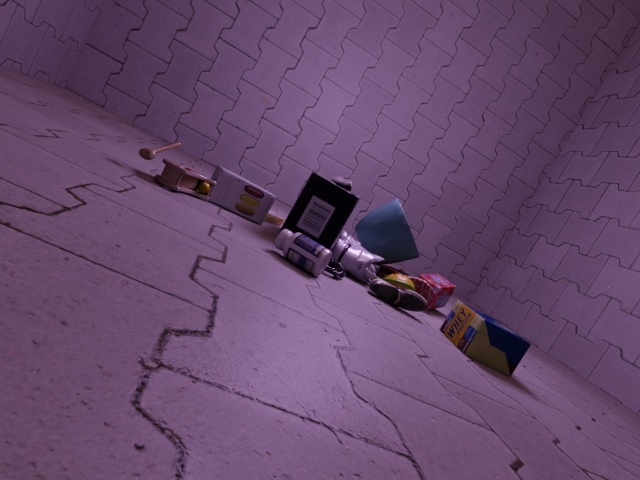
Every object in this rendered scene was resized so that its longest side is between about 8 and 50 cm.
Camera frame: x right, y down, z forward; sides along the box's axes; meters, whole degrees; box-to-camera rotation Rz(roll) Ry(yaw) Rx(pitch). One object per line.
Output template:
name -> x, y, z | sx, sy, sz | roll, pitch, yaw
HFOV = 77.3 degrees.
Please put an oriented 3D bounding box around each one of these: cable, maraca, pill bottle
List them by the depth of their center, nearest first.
pill bottle -> -0.058, 0.033, 1.261 | 0.170, 0.094, 0.094 | 31, 6, 16
cable -> 0.002, 0.079, 1.434 | 0.185, 0.047, 0.151 | 34, 12, 19
maraca -> 0.303, 0.186, 1.660 | 0.186, 0.099, 0.127 | 9, -26, 34

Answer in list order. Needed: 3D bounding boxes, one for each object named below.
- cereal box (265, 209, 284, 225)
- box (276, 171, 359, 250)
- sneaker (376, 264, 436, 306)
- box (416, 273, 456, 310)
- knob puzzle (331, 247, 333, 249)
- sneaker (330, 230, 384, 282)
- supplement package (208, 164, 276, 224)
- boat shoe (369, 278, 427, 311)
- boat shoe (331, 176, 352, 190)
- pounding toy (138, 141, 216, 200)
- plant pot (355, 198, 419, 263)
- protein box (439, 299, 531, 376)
cereal box -> -0.305, -0.154, 1.903 | 0.240, 0.047, 0.173 | 32, 7, 27
box -> -0.002, -0.102, 1.699 | 0.212, 0.293, 0.395 | 29, 7, -1
sneaker -> 0.381, 0.188, 1.794 | 0.299, 0.120, 0.112 | 30, 16, 13
box -> 0.534, 0.242, 1.916 | 0.123, 0.128, 0.257 | 36, 17, 32
knob puzzle -> 0.000, 0.000, 2.000 | 0.213, 0.029, 0.213 | 28, -1, 0
sneaker -> 0.148, 0.075, 1.706 | 0.210, 0.137, 0.366 | 30, 11, 3
supplement package -> -0.327, -0.185, 1.626 | 0.244, 0.138, 0.134 | 25, 6, -28
boat shoe -> 0.283, 0.210, 1.471 | 0.224, 0.080, 0.073 | 24, 11, 6
boat shoe -> 0.089, -0.240, 1.684 | 0.046, 0.038, 0.125 | -27, 34, -29
pounding toy -> -0.478, -0.251, 1.399 | 0.154, 0.154, 0.270 | 28, 4, 39
plant pot -> 0.300, -0.019, 1.875 | 0.293, 0.235, 0.292 | -21, 90, -81
protein box -> 0.572, 0.338, 1.413 | 0.200, 0.135, 0.201 | 28, 6, -10
